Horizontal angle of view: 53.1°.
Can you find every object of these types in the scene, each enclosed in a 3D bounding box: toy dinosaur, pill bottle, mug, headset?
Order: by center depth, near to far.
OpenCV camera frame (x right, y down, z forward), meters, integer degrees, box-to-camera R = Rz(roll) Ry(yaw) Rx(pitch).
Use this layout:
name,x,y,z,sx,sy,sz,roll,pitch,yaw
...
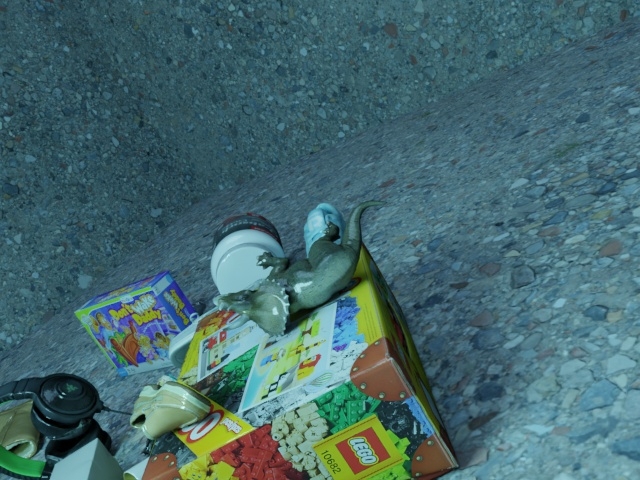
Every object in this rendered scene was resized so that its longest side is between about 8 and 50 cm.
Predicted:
name,x,y,z,sx,sy,sz,roll,pitch,yaw
toy dinosaur,-0.010,0.054,1.008,0.313,0.121,0.160,-27,28,-3
mug,-0.322,0.426,1.176,0.078,0.062,0.064,23,37,28
headset,-0.516,0.405,1.322,0.394,0.243,0.185,-6,27,-5
pill bottle,-0.204,0.055,1.813,0.210,0.210,0.363,-30,17,0

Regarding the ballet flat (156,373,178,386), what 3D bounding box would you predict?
name,x,y,z,sx,sy,sz,roll,pitch,yaw
ballet flat,-0.267,0.336,1.300,0.241,0.091,0.077,2,47,50

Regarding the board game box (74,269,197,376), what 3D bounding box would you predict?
name,x,y,z,sx,sy,sz,roll,pitch,yaw
board game box,-0.475,0.232,1.719,0.347,0.233,0.078,-19,19,36

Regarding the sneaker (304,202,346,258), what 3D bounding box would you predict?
name,x,y,z,sx,sy,sz,roll,pitch,yaw
sneaker,0.000,0.000,1.724,0.135,0.150,0.366,-28,16,11

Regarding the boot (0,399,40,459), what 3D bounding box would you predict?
name,x,y,z,sx,sy,sz,roll,pitch,yaw
boot,-0.863,0.544,1.731,0.236,0.089,0.269,-33,18,-8

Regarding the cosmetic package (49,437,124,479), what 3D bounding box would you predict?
name,x,y,z,sx,sy,sz,roll,pitch,yaw
cosmetic package,-0.402,0.463,1.097,0.107,0.127,0.238,-32,14,-7

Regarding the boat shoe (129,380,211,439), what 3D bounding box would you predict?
name,x,y,z,sx,sy,sz,roll,pitch,yaw
boat shoe,-0.211,0.240,0.874,0.190,0.068,0.072,-26,27,56

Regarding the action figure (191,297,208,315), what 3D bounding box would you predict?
name,x,y,z,sx,sy,sz,roll,pitch,yaw
action figure,-0.466,0.241,1.925,0.285,0.099,0.185,-26,7,0

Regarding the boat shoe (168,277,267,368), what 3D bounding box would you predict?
name,x,y,z,sx,sy,sz,roll,pitch,yaw
boat shoe,-0.228,0.196,1.550,0.320,0.118,0.103,-33,44,-21

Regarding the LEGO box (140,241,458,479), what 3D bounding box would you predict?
name,x,y,z,sx,sy,sz,roll,pitch,yaw
LEGO box,-0.034,0.225,1.039,0.372,0.193,0.500,-29,16,7
